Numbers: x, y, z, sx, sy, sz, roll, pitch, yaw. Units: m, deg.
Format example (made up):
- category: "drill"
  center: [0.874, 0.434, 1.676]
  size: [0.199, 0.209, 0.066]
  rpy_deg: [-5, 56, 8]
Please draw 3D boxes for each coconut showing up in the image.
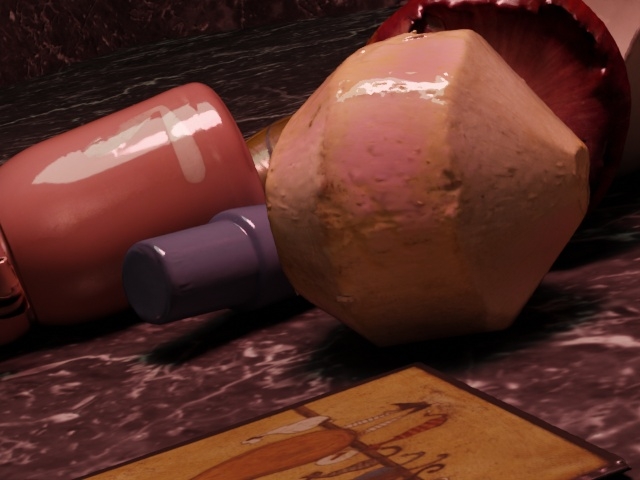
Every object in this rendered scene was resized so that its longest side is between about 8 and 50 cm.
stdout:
- category: "coconut"
  center: [0.082, -0.036, 1.146]
  size: [0.237, 0.237, 0.197]
  rpy_deg: [-7, 19, 19]

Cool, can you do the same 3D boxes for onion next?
- category: "onion"
  center: [0.140, -0.101, 1.297]
  size: [0.248, 0.248, 0.161]
  rpy_deg: [-6, 5, 24]

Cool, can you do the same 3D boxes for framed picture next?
- category: "framed picture"
  center: [-0.031, 0.150, 0.908]
  size: [0.338, 0.014, 0.255]
  rpy_deg: [-17, 14, -20]

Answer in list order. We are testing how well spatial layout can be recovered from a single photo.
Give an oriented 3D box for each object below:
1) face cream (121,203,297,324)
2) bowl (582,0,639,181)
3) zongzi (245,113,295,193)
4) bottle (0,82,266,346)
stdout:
- category: "face cream"
  center: [0.000, 0.000, 1.356]
  size: [0.385, 0.086, 0.135]
  rpy_deg: [-14, 5, -43]
- category: "bowl"
  center: [0.290, -0.166, 1.500]
  size: [0.157, 0.337, 0.337]
  rpy_deg: [27, 4, -16]
- category: "zongzi"
  center: [-0.066, -0.052, 1.619]
  size: [0.256, 0.115, 0.228]
  rpy_deg: [-25, 9, -3]
- category: "bottle"
  center: [-0.203, -0.013, 1.383]
  size: [0.297, 0.173, 0.206]
  rpy_deg: [-21, 17, -13]
